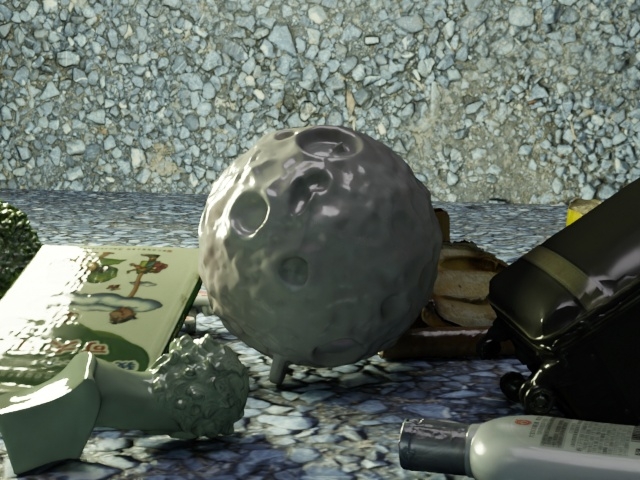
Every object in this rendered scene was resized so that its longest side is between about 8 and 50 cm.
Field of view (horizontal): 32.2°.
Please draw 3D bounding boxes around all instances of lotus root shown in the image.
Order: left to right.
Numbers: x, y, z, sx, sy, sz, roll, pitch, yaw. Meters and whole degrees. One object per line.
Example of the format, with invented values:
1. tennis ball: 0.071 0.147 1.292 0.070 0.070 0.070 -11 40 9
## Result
1. lotus root: 0.225 0.084 1.749 0.078 0.167 0.329 -38 -26 31

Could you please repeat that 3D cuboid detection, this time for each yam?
1. yam: 0.215 0.146 1.596 0.264 0.046 0.046 -1 9 -3

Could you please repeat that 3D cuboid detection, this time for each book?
1. book: -0.309 0.106 1.460 0.260 0.043 0.371 1 30 10

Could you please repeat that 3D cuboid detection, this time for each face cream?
1. face cream: 0.221 0.213 1.076 0.291 0.071 0.144 3 8 17

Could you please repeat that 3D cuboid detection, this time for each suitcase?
1. suitcase: 0.389 0.043 1.280 0.434 0.194 0.283 -33 11 1

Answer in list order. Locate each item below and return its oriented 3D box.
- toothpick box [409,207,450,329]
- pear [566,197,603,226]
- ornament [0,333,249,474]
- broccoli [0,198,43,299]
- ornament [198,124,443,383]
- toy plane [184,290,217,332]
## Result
1. toothpick box: 0.042 0.045 1.845 0.187 0.190 0.308 -11 10 -43
2. pear: 0.560 0.046 1.754 0.340 0.191 0.386 1 8 -16
3. ornament: -0.210 0.172 1.201 0.285 0.120 0.130 -7 13 -31
4. broccoli: -0.556 0.045 1.630 0.288 0.260 0.235 28 10 4
5. ornament: 0.000 0.000 1.504 0.337 0.337 0.337 0 9 0
6. toy plane: -0.263 0.098 1.704 0.252 0.118 0.252 1 6 0
